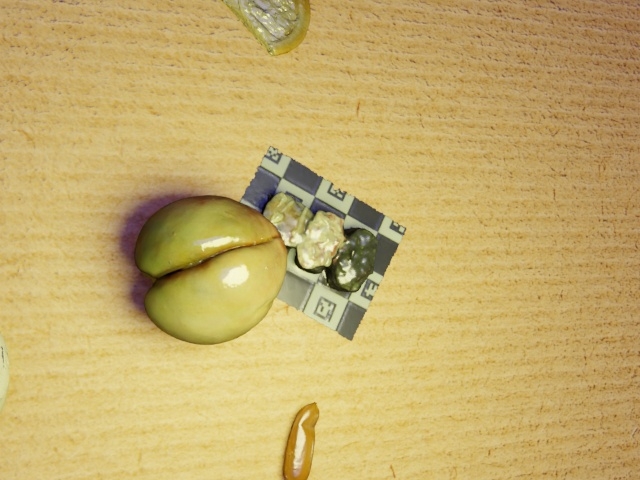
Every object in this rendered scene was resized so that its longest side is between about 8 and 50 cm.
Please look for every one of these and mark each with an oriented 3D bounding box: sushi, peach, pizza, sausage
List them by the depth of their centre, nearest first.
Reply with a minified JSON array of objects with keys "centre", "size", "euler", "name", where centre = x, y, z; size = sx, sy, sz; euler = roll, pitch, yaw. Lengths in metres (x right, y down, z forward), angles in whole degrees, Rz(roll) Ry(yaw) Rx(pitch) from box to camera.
[{"centre":[-0.208,0.051,1.490],"size":[0.292,0.247,0.292],"euler":[4,65,-9],"name":"peach"},{"centre":[-0.041,0.425,1.611],"size":[0.062,0.054,0.183],"euler":[24,71,-50],"name":"sausage"},{"centre":[0.000,0.000,1.650],"size":[0.373,0.100,0.296],"euler":[32,74,-15],"name":"sushi"},{"centre":[-0.128,-0.537,1.698],"size":[0.262,0.034,0.181],"euler":[39,73,-13],"name":"pizza"}]

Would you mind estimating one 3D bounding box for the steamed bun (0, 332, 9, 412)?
[{"centre":[-0.705,0.223,1.244],"size":[0.374,0.374,0.241],"euler":[38,113,-13],"name":"steamed bun"}]
